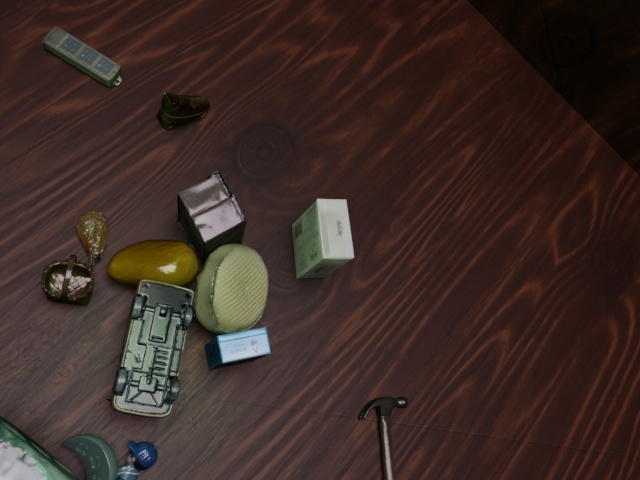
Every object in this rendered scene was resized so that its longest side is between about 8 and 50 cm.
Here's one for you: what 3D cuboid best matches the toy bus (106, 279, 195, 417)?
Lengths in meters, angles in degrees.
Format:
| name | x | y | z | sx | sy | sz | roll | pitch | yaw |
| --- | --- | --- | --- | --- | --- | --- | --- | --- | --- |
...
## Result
| name | x | y | z | sx | sy | sz | roll | pitch | yaw |
| --- | --- | --- | --- | --- | --- | --- | --- | --- | --- |
| toy bus | -0.475 | 0.311 | 1.760 | 0.177 | 0.202 | 0.365 | 16 | 65 | -20 |

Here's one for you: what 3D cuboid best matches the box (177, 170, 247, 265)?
| name | x | y | z | sx | sy | sz | roll | pitch | yaw |
| --- | --- | --- | --- | --- | --- | --- | --- | --- | --- |
| box | -0.335 | -0.061 | 1.907 | 0.153 | 0.252 | 0.188 | -28 | 82 | -20 |

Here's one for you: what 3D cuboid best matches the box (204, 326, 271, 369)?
| name | x | y | z | sx | sy | sz | roll | pitch | yaw |
| --- | --- | --- | --- | --- | --- | --- | --- | --- | --- |
| box | -0.244 | 0.316 | 1.818 | 0.143 | 0.232 | 0.083 | -8 | 76 | -22 |

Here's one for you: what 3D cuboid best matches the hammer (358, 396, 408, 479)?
| name | x | y | z | sx | sy | sz | roll | pitch | yaw |
| --- | --- | --- | --- | --- | --- | --- | --- | --- | --- |
| hammer | 0.219 | 0.714 | 1.955 | 0.168 | 0.044 | 0.440 | 1 | 72 | -20 |

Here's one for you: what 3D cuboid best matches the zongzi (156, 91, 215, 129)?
| name | x | y | z | sx | sy | sz | roll | pitch | yaw |
| --- | --- | --- | --- | --- | --- | --- | --- | --- | --- |
| zongzi | -0.433 | -0.456 | 2.037 | 0.187 | 0.184 | 0.084 | -28 | 79 | -25 |

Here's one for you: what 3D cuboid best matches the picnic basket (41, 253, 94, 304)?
| name | x | y | z | sx | sy | sz | roll | pitch | yaw |
| --- | --- | --- | --- | --- | --- | --- | --- | --- | --- |
| picnic basket | -0.708 | 0.109 | 1.753 | 0.138 | 0.178 | 0.128 | 8 | 70 | -17 |

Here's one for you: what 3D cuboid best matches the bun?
| name | x | y | z | sx | sy | sz | roll | pitch | yaw |
| --- | --- | --- | --- | --- | --- | --- | --- | --- | --- |
| bun | -0.281 | 0.146 | 1.893 | 0.287 | 0.146 | 0.287 | -7 | 99 | -53 |

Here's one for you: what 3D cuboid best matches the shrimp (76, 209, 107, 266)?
| name | x | y | z | sx | sy | sz | roll | pitch | yaw |
| --- | --- | --- | --- | --- | --- | --- | --- | --- | --- |
| shrimp | -0.684 | -0.006 | 1.881 | 0.091 | 0.043 | 0.184 | -7 | 69 | -14 |

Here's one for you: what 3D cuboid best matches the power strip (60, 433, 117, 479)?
| name | x | y | z | sx | sy | sz | roll | pitch | yaw |
| --- | --- | --- | --- | --- | --- | --- | --- | --- | --- |
| power strip | -0.607 | 0.618 | 1.666 | 0.137 | 0.044 | 0.216 | -23 | 78 | 7 |

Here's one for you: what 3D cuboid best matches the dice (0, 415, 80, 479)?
| name | x | y | z | sx | sy | sz | roll | pitch | yaw |
| --- | --- | --- | --- | --- | --- | --- | --- | --- | --- |
| dice | -0.774 | 0.629 | 1.463 | 0.328 | 0.348 | 0.330 | 40 | 63 | 0 |

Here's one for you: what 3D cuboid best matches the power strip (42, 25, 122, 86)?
| name | x | y | z | sx | sy | sz | roll | pitch | yaw |
| --- | --- | --- | --- | --- | --- | --- | --- | --- | --- |
| power strip | -0.772 | -0.597 | 2.036 | 0.272 | 0.052 | 0.078 | 31 | 64 | -7 |

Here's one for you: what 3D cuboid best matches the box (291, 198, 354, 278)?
| name | x | y | z | sx | sy | sz | roll | pitch | yaw |
| --- | --- | --- | --- | --- | --- | --- | --- | --- | --- |
| box | 0.000 | 0.000 | 1.998 | 0.111 | 0.260 | 0.194 | 1 | 73 | -24 |

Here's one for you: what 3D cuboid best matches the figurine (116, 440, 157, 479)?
| name | x | y | z | sx | sy | sz | roll | pitch | yaw |
| --- | --- | --- | --- | --- | --- | --- | --- | --- | --- |
| figurine | -0.514 | 0.620 | 1.712 | 0.149 | 0.087 | 0.086 | -58 | 134 | -24 |

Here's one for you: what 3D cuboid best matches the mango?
| name | x | y | z | sx | sy | sz | roll | pitch | yaw |
| --- | --- | --- | --- | --- | --- | --- | --- | --- | --- |
| mango | -0.494 | 0.074 | 1.860 | 0.262 | 0.130 | 0.167 | 1 | 42 | -8 |
